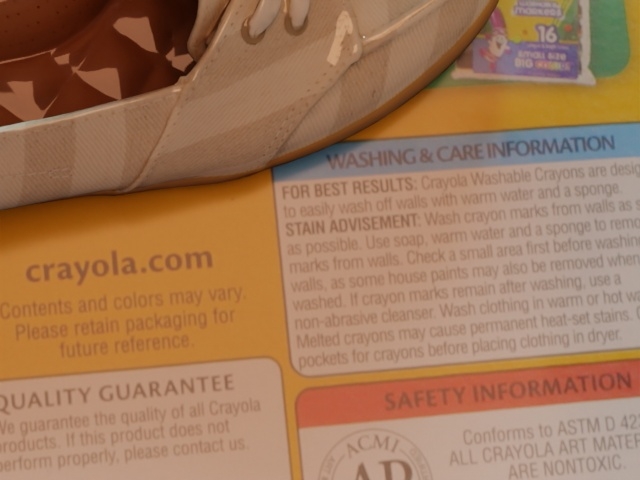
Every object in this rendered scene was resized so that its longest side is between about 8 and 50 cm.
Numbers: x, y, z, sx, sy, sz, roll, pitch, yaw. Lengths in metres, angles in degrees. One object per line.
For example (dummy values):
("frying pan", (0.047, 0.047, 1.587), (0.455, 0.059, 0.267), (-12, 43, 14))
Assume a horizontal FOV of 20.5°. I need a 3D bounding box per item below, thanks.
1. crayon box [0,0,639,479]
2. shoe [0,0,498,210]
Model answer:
("crayon box", (0.000, 0.000, 0.505), (0.203, 0.083, 0.323), (-4, 80, -8))
("shoe", (-0.051, -0.048, 0.435), (0.219, 0.058, 0.076), (-20, 82, -10))
